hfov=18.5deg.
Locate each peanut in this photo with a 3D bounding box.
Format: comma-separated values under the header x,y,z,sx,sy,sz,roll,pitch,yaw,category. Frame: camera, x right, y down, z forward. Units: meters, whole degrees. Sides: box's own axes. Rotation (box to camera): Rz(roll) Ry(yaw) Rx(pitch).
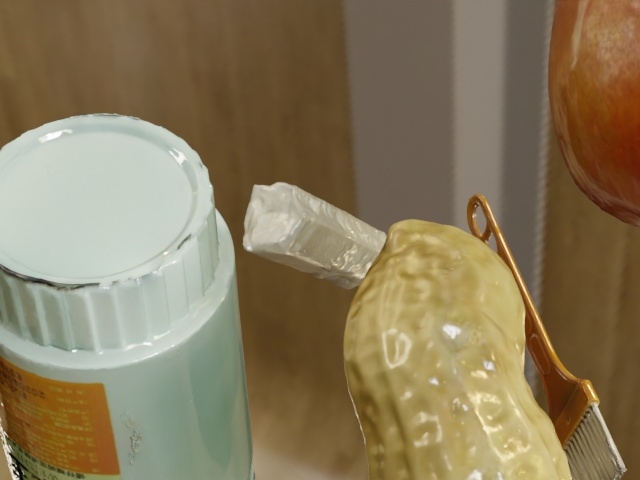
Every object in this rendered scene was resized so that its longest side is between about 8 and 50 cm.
x,y,z,sx,sy,sz,roll,pitch,yaw,category
0.089,0.118,1.321,0.147,0.305,0.147,-10,-28,-5,peanut

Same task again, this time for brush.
x,y,z,sx,sy,sz,roll,pitch,yaw,category
0.183,0.084,1.655,0.090,0.017,0.314,110,-34,-49,brush

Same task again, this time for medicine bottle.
x,y,z,sx,sy,sz,roll,pitch,yaw,category
-0.123,0.081,1.196,0.158,0.158,0.318,24,-38,21,medicine bottle

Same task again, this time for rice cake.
x,y,z,sx,sy,sz,roll,pitch,yaw,category
0.000,0.000,1.509,0.052,0.057,0.256,21,-1,19,rice cake

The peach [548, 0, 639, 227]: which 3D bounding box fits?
x,y,z,sx,sy,sz,roll,pitch,yaw,category
0.189,-0.089,0.693,0.199,0.243,0.243,26,-27,20,peach
